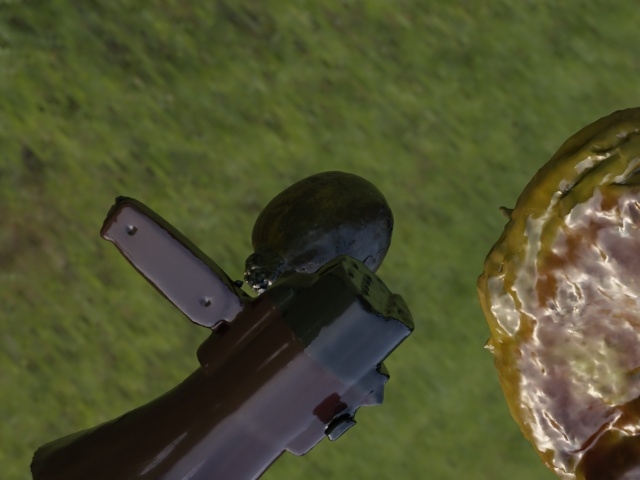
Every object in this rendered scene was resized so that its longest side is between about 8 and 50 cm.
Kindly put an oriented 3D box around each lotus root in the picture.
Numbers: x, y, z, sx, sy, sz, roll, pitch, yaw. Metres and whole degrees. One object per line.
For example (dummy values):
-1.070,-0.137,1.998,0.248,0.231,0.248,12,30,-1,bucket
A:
0.000,0.000,1.807,0.209,0.120,0.120,-35,163,-48,lotus root

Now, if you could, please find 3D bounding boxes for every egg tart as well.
0.272,0.045,1.215,0.153,0.339,0.351,-48,160,-55,egg tart

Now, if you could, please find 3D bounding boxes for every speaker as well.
-0.102,0.116,1.618,0.329,0.259,0.198,-49,160,11,speaker
